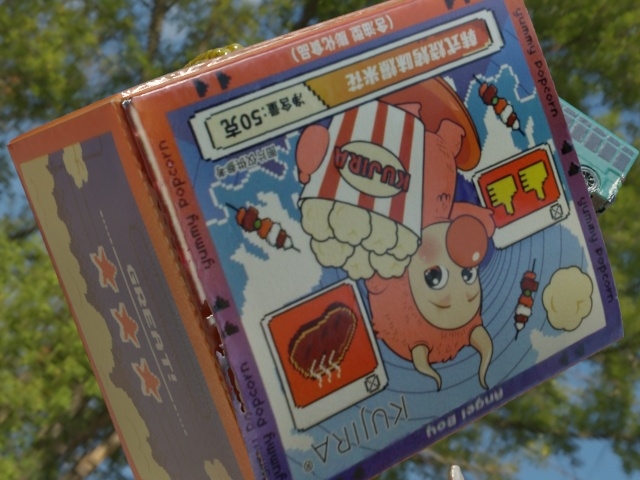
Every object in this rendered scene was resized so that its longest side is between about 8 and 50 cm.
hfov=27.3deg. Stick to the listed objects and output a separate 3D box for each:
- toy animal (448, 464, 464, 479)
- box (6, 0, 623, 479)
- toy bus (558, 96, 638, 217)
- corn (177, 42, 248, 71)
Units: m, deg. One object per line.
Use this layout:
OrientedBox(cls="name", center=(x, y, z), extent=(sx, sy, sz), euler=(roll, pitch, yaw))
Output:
OrientedBox(cls="toy animal", center=(0.104, 0.358, 1.495), extent=(0.104, 0.183, 0.185), euler=(18, -26, -17))
OrientedBox(cls="box", center=(0.000, 0.000, 1.021), extent=(0.257, 0.349, 0.318), euler=(-4, -74, 59))
OrientedBox(cls="toy bus", center=(0.217, -0.092, 1.276), extent=(0.160, 0.092, 0.079), euler=(34, -25, 2))
OrientedBox(cls="corn", center=(-0.149, -0.104, 1.292), extent=(0.313, 0.102, 0.102), euler=(-21, -64, 47))
